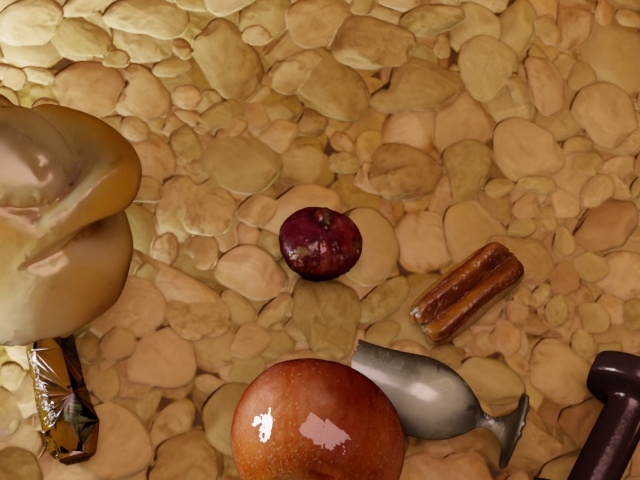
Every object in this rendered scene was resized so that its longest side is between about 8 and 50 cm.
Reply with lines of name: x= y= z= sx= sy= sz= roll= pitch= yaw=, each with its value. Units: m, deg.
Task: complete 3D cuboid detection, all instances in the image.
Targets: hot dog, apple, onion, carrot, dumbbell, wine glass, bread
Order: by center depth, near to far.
bread: x=-0.420 y=-0.039 z=1.586 sx=0.424 sy=0.245 sz=0.329 roll=15 pitch=48 yaw=3
apple: x=-0.004 y=0.236 z=1.593 sx=0.201 sy=0.201 sz=0.162 roll=11 pitch=44 yaw=-2
dumbbell: x=0.338 y=0.251 z=1.660 sx=0.124 sy=0.140 sz=0.225 roll=26 pitch=70 yaw=15
carrot: x=-0.313 y=0.151 z=1.670 sx=0.069 sy=0.069 sz=0.228 roll=-13 pitch=71 yaw=-11
wine glass: x=0.135 y=0.191 z=1.682 sx=0.222 sy=0.103 sz=0.103 roll=21 pitch=69 yaw=3
onion: x=0.000 y=0.000 z=1.741 sx=0.107 sy=0.097 sz=0.107 roll=11 pitch=40 yaw=-9
hot dog: x=0.186 y=0.063 z=1.763 sx=0.165 sy=0.045 sz=0.071 roll=-38 pitch=76 yaw=-18
